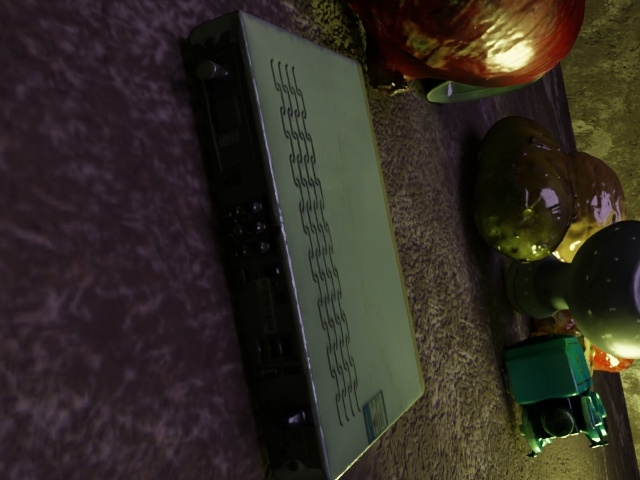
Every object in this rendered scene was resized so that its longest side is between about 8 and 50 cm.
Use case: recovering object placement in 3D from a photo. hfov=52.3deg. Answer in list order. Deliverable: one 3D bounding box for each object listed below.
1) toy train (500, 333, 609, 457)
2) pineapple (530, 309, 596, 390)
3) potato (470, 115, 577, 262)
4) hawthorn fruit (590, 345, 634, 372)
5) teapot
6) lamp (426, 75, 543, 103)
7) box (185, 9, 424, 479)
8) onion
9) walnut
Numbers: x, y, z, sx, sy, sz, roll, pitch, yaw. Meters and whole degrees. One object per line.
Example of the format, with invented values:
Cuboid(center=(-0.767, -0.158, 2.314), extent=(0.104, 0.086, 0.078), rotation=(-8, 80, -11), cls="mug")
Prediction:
Cuboid(center=(0.345, 0.220, 0.957), extent=(0.203, 0.112, 0.163), rotation=(16, 60, -63), cls="toy train")
Cuboid(center=(0.430, 0.214, 1.153), extent=(0.186, 0.114, 0.236), rotation=(51, 47, -43), cls="pineapple")
Cuboid(center=(0.299, -0.084, 0.954), extent=(0.298, 0.141, 0.176), rotation=(-65, 146, -49), cls="potato")
Cuboid(center=(0.562, 0.165, 1.334), extent=(0.202, 0.185, 0.185), rotation=(66, 28, -8), cls="hawthorn fruit")
Cuboid(center=(0.386, 0.066, 0.931), extent=(0.183, 0.251, 0.184), rotation=(1, 88, -20), cls="teapot")
Cuboid(center=(0.191, -0.301, 0.800), extent=(0.147, 0.172, 0.228), rotation=(-4, 85, -62), cls="lamp")
Cuboid(center=(0.000, 0.000, 0.440), extent=(0.211, 0.045, 0.270), rotation=(-14, 92, -63), cls="box")
Cuboid(center=(0.103, -0.234, 0.621), extent=(0.272, 0.195, 0.272), rotation=(41, 15, -13), cls="onion")
Cuboid(center=(0.423, -0.053, 1.125), extent=(0.213, 0.213, 0.213), rotation=(34, 50, -54), cls="walnut")
